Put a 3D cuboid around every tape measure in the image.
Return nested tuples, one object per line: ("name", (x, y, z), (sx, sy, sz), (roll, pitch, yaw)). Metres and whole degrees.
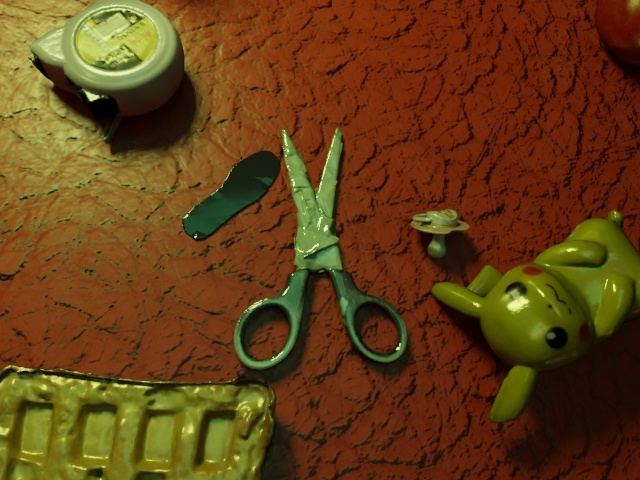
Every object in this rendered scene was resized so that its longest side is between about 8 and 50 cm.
("tape measure", (-0.299, -0.264, 0.818), (0.196, 0.105, 0.178), (-39, 77, -20))

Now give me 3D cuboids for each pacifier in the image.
("pacifier", (0.182, -0.010, 0.857), (0.099, 0.081, 0.078), (-10, 110, -34))

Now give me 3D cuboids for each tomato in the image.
("tomato", (0.590, -0.417, 1.006), (0.233, 0.139, 0.200), (3, 78, -45))

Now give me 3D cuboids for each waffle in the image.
("waffle", (-0.238, 0.311, 0.671), (0.348, 0.077, 0.304), (6, 72, -9))

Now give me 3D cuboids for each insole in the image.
("insole", (-0.134, -0.072, 0.838), (0.064, 0.004, 0.188), (45, 71, 4))

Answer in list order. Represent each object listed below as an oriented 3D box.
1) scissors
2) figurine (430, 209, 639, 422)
("scissors", (0.000, 0.000, 0.831), (0.256, 0.029, 0.383), (2, 73, -11))
("figurine", (0.336, 0.086, 0.799), (0.327, 0.169, 0.218), (-24, 64, -19))
